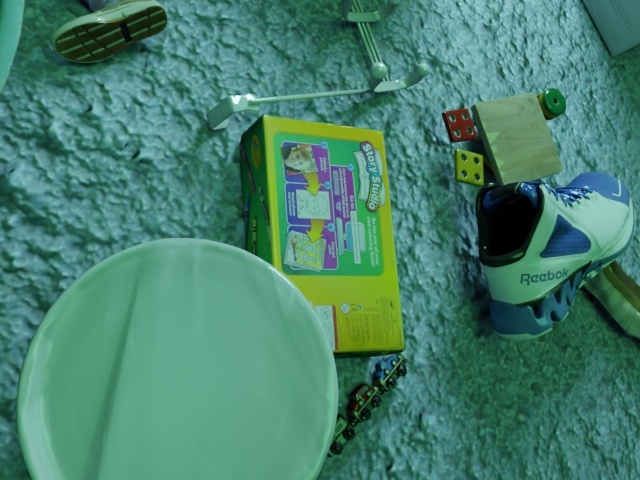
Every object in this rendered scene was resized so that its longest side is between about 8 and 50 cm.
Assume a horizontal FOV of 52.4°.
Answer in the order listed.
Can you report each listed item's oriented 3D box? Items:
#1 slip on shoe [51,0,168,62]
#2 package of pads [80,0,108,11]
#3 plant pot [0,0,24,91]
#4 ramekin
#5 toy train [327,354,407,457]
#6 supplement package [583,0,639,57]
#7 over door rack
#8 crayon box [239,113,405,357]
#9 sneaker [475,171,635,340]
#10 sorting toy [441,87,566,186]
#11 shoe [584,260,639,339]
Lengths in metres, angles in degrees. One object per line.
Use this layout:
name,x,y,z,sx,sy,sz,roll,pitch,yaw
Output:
slip on shoe,-0.241,-0.242,0.736,0.135,0.051,0.041,-32,53,-23
package of pads,-0.256,-0.294,0.715,0.050,0.083,0.032,39,67,-10
plant pot,-0.398,-0.112,0.447,0.340,0.334,0.342,7,74,-26
ramekin,-0.121,0.142,0.601,0.272,0.127,0.273,0,74,0
toy train,0.052,0.193,0.786,0.036,0.027,0.158,46,61,2
supplement package,0.625,-0.476,1.111,0.177,0.293,0.175,-29,91,-30
over door rack,-0.021,-0.290,0.826,0.324,0.108,0.240,-18,85,-30
crayon box,0.000,0.000,0.775,0.165,0.081,0.279,2,76,-28
sneaker,0.319,-0.029,0.900,0.315,0.127,0.182,-43,119,-29
sorting toy,0.281,-0.145,0.983,0.274,0.046,0.132,-17,85,-31
shoe,0.484,0.103,1.028,0.219,0.058,0.077,44,30,-16
